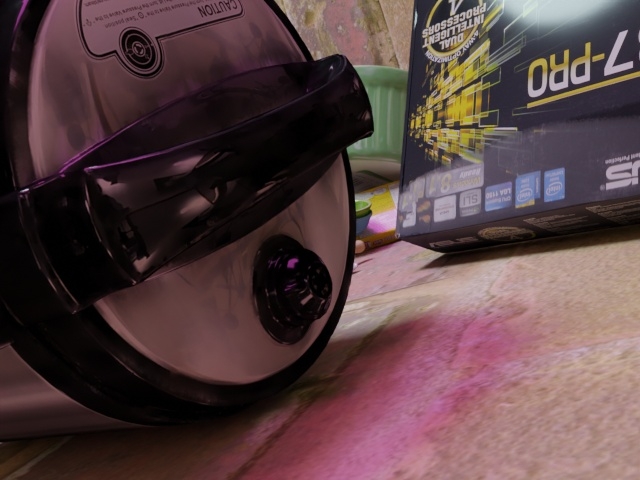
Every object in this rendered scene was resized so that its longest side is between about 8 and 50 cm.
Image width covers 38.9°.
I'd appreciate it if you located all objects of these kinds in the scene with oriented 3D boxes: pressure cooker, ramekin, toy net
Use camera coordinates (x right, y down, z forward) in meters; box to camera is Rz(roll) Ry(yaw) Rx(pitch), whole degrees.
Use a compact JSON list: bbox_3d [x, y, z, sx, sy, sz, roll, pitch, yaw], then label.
[{"bbox_3d":[-0.166,-0.034,0.706,0.420,0.370,0.375,-12,-32,36],"label":"pressure cooker"},{"bbox_3d":[0.070,-0.142,1.463,0.303,0.148,0.303,2,-20,1],"label":"ramekin"},{"bbox_3d":[0.000,0.000,1.201,0.122,0.045,0.232,-4,18,11],"label":"toy net"}]

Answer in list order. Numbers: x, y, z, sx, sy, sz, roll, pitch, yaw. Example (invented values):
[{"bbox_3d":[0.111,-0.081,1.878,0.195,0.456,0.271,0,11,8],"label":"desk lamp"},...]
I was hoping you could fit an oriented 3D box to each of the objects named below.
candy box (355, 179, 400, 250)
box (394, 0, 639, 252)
[{"bbox_3d":[0.074,-0.033,1.323,0.206,0.027,0.105,-17,45,3],"label":"candy box"},{"bbox_3d":[0.254,-0.166,0.931,0.097,0.318,0.395,15,-16,-39],"label":"box"}]
